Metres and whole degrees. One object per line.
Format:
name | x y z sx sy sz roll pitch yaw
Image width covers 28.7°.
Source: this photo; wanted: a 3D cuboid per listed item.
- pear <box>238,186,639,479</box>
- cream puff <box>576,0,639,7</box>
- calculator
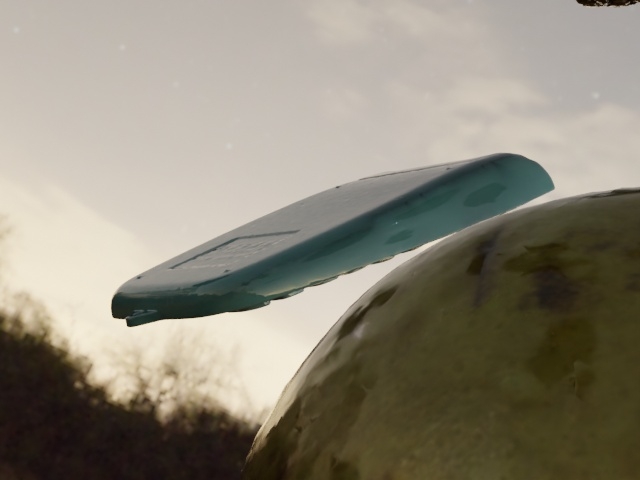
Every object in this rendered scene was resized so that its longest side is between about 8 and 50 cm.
pear | 0.106 0.141 0.447 0.304 0.304 0.304 23 -13 6
cream puff | 0.236 -0.236 0.964 0.119 0.104 0.133 -22 -7 14
calculator | 0.000 0.000 1.065 0.256 0.386 0.054 -6 -75 55
